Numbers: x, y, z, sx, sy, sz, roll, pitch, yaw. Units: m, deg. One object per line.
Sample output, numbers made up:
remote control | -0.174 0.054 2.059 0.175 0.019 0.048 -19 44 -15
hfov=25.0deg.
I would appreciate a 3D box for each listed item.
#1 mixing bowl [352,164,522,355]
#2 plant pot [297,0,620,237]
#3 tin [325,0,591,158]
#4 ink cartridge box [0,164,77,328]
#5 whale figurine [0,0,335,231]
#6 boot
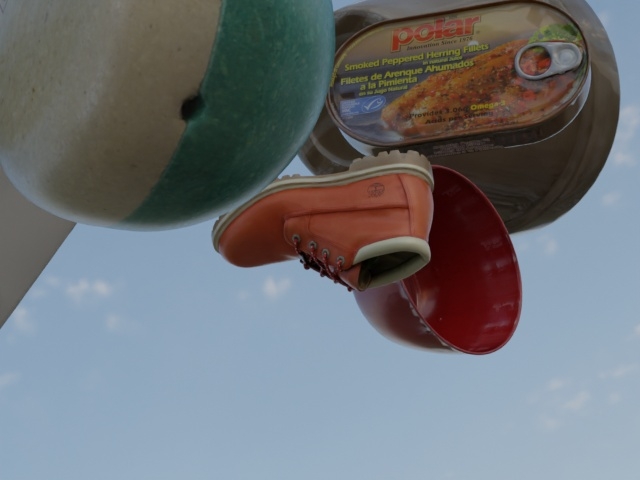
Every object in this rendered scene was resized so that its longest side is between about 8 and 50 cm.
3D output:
mixing bowl | 0.092 0.030 1.332 0.181 0.181 0.098 11 -25 -44
plant pot | 0.115 -0.152 1.566 0.280 0.323 0.323 -6 -29 -51
tin | 0.098 -0.114 1.030 0.189 0.106 0.040 -7 -22 13
ink cartridge box | -0.347 -0.096 1.228 0.166 0.395 0.285 46 -112 -35
whale figurine | -0.085 -0.112 0.713 0.141 0.272 0.216 12 -70 -28
boot | 0.000 0.000 0.949 0.158 0.085 0.059 -16 -35 18
